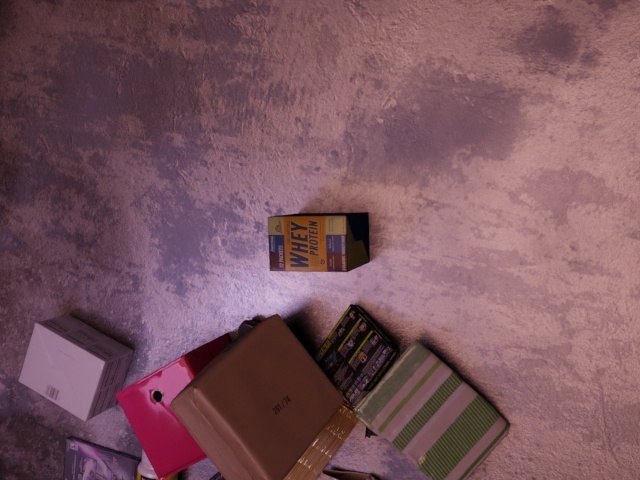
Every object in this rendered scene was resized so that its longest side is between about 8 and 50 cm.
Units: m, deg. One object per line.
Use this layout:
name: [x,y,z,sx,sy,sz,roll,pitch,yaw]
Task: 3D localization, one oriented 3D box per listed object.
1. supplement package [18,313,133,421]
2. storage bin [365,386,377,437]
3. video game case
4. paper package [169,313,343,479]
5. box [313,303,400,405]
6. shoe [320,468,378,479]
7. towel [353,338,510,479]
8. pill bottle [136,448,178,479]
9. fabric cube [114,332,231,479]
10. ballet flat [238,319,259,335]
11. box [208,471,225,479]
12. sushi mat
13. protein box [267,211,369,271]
supplement package: [-0.735,0.378,1.921,0.262,0.145,0.204,25,102,16]
storage bin: [0.168,0.445,1.645,0.091,0.098,0.135,6,97,8]
video game case: [-0.691,0.745,2.005,0.274,0.026,0.196,10,98,19]
paper package: [-0.152,0.399,1.568,0.309,0.325,0.168,53,135,-4]
box: [0.089,0.293,1.640,0.184,0.045,0.191,46,110,41]
shoe: [0.099,0.653,1.692,0.219,0.076,0.058,2,101,21]
towel: [0.278,0.440,1.576,0.325,0.038,0.248,41,93,0]
pill bottle: [-0.482,0.711,1.878,0.119,0.119,0.208,8,98,18]
fabric cube: [-0.343,0.444,1.730,0.254,0.259,0.258,-30,85,18]
ballet flat: [-0.114,0.295,1.749,0.250,0.058,0.084,31,112,10]
box: [-0.274,0.747,1.805,0.159,0.044,0.233,40,114,-14]
sushi mat: [-0.031,0.552,1.758,0.151,0.019,0.316,37,105,13]
protein box: [0.000,0.000,1.599,0.201,0.200,0.136,0,95,20]
